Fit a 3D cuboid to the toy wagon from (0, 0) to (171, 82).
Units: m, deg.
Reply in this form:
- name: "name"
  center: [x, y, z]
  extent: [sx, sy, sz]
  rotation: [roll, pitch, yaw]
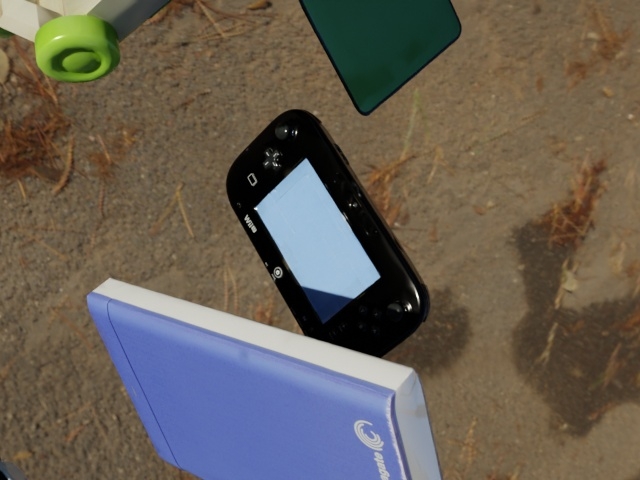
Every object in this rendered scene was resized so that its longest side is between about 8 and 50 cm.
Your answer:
- name: "toy wagon"
  center: [-0.173, -0.246, 0.567]
  extent: [0.344, 0.267, 0.068]
  rotation: [-27, 156, 33]

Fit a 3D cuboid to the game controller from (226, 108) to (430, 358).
- name: "game controller"
  center: [0.000, 0.000, 0.950]
  extent: [0.166, 0.319, 0.067]
  rotation: [-38, 160, 19]

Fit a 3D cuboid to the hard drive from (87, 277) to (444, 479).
- name: "hard drive"
  center: [-0.048, 0.152, 0.646]
  extent: [0.040, 0.318, 0.210]
  rotation: [-42, 130, -38]

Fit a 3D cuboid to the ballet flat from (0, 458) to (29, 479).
- name: "ballet flat"
  center: [-0.385, 0.319, 0.966]
  extent: [0.074, 0.074, 0.203]
  rotation: [-27, 134, -20]

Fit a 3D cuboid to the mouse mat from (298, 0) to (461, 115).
- name: "mouse mat"
  center: [0.070, -0.243, 0.842]
  extent: [0.189, 0.007, 0.153]
  rotation: [-42, 115, -25]
